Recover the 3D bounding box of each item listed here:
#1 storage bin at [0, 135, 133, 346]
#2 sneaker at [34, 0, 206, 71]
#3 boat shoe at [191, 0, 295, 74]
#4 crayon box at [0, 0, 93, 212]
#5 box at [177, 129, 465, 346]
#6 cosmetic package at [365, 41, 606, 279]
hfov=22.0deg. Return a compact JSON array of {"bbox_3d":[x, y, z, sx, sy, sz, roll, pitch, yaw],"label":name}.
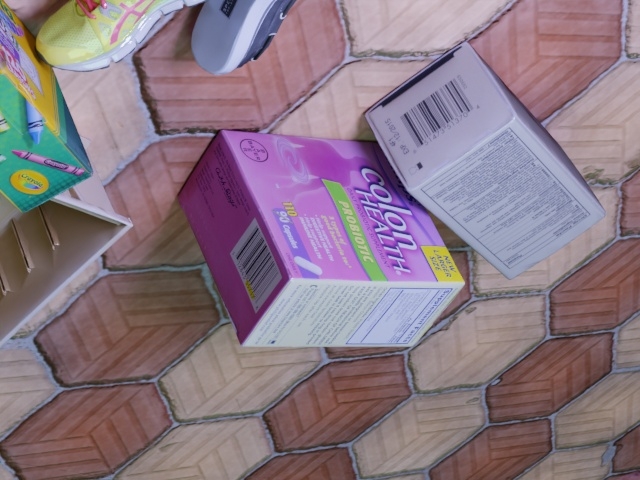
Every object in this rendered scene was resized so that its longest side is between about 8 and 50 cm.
[{"bbox_3d":[-0.379,-0.012,1.634,0.262,0.123,0.260,-40,145,22],"label":"storage bin"},{"bbox_3d":[-0.179,-0.237,1.506,0.208,0.081,0.094,-35,145,-3],"label":"sneaker"},{"bbox_3d":[-0.046,-0.250,1.579,0.076,0.080,0.228,-18,148,-45],"label":"boat shoe"},{"bbox_3d":[-0.311,-0.163,1.430,0.081,0.165,0.278,-29,148,4],"label":"crayon box"},{"bbox_3d":[0.000,0.000,1.825,0.243,0.213,0.117,3,138,-37],"label":"box"},{"bbox_3d":[0.196,-0.086,1.919,0.153,0.129,0.296,-35,146,11],"label":"cosmetic package"}]
